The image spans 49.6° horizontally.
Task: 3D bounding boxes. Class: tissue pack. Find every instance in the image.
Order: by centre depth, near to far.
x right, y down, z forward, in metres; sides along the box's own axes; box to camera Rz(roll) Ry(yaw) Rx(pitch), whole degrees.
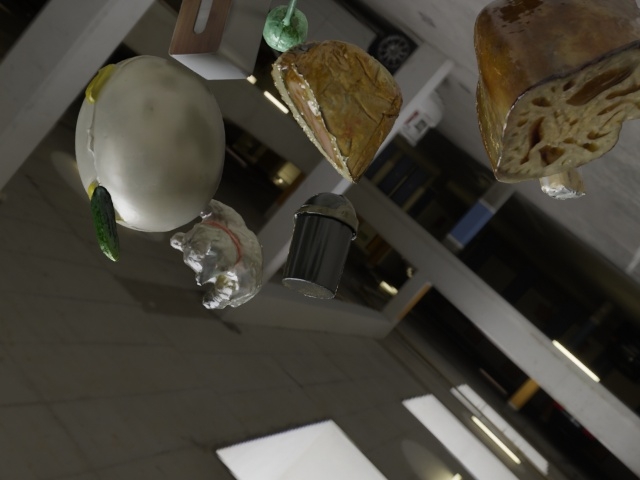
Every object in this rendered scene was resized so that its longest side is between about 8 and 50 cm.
[{"bbox_3d":[-0.231,-0.523,1.644,0.159,0.246,0.136,6,169,32],"label":"tissue pack"},{"bbox_3d":[0.683,-0.233,1.996,0.186,0.090,0.222,9,-112,-49],"label":"tissue pack"}]

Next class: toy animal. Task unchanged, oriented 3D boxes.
[{"bbox_3d":[-0.249,0.078,1.709,0.266,0.308,0.188,15,-154,-26],"label":"toy animal"}]

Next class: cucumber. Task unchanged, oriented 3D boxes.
[{"bbox_3d":[-0.364,-0.039,1.170,0.039,0.039,0.168,33,-148,-55],"label":"cucumber"}]

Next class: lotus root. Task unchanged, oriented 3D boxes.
[{"bbox_3d":[0.377,-0.255,1.075,0.316,0.316,0.250,35,-148,-47],"label":"lotus root"}]

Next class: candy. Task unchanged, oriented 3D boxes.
[{"bbox_3d":[-0.073,-0.548,1.652,0.119,0.119,0.440,41,177,-6],"label":"candy"}]

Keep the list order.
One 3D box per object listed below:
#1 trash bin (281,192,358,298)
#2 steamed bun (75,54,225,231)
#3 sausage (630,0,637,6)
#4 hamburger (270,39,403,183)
[{"bbox_3d":[0.000,0.000,2.197,0.214,0.334,0.214,16,162,5],"label":"trash bin"},{"bbox_3d":[-0.364,-0.205,1.497,0.333,0.374,0.334,-1,-178,0],"label":"steamed bun"},{"bbox_3d":[0.493,-0.341,1.232,0.141,0.153,0.268,133,128,-70],"label":"sausage"},{"bbox_3d":[0.056,-0.297,1.451,0.162,0.209,0.330,36,163,51],"label":"hamburger"}]
